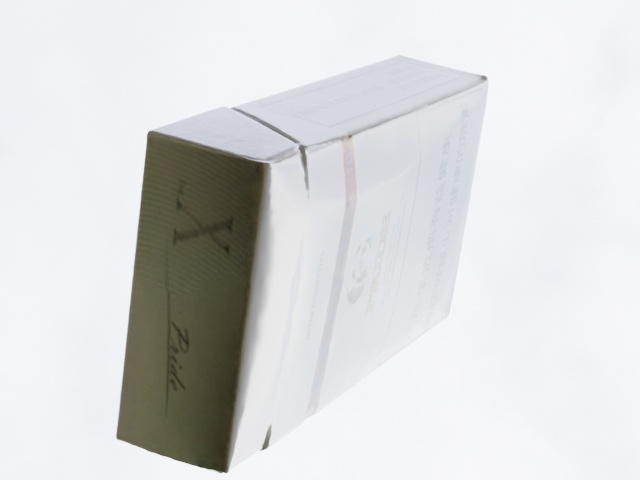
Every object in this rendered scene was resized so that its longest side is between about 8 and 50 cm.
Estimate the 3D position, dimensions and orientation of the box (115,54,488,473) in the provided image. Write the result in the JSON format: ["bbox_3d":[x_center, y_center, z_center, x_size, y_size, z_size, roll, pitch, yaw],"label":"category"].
[{"bbox_3d":[0.000,0.000,0.481,0.040,0.154,0.084,18,-70,22],"label":"box"}]
